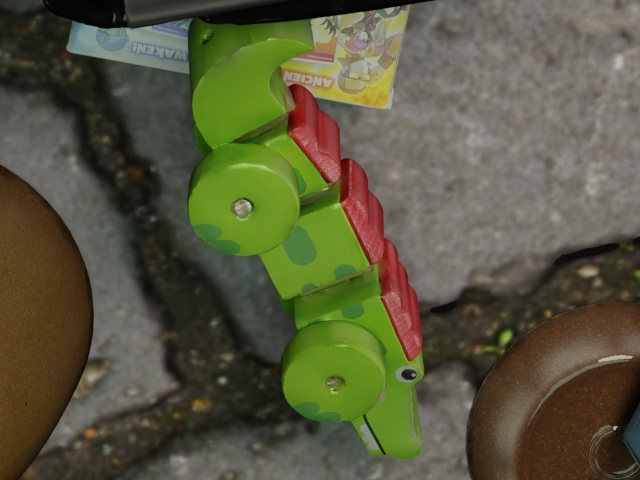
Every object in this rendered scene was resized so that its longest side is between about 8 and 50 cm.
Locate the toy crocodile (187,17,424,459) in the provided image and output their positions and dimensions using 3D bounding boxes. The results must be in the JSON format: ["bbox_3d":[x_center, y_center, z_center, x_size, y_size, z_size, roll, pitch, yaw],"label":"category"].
[{"bbox_3d":[0.000,0.000,1.059,0.105,0.115,0.340,-19,122,12],"label":"toy crocodile"}]

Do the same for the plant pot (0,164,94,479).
[{"bbox_3d":[-0.255,0.088,1.015,0.237,0.254,0.237,-2,109,-5],"label":"plant pot"}]

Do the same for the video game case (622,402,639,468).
[{"bbox_3d":[0.360,0.056,1.111,0.244,0.061,0.269,11,118,-21],"label":"video game case"}]

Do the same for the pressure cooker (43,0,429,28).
[{"bbox_3d":[0.038,-0.303,0.826,0.420,0.375,0.370,-12,93,-6],"label":"pressure cooker"}]

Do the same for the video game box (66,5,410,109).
[{"bbox_3d":[-0.038,-0.189,1.055,0.205,0.048,0.187,10,105,-8],"label":"video game box"}]

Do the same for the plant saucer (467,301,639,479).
[{"bbox_3d":[0.201,0.140,1.189,0.198,0.036,0.198,-1,107,-5],"label":"plant saucer"}]
